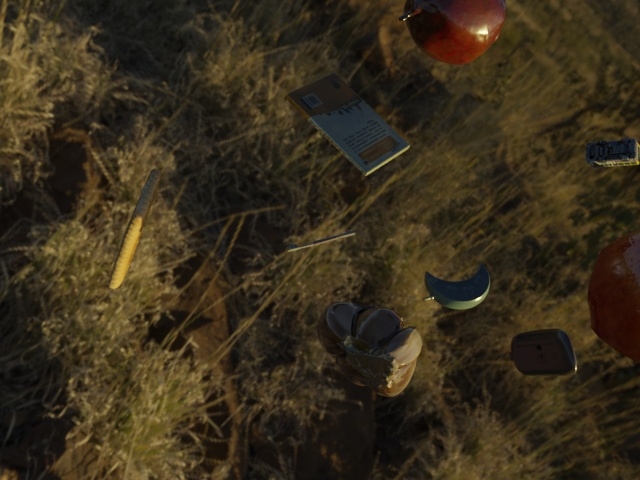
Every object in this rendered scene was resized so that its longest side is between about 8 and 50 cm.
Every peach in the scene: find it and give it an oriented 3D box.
[{"bbox_3d":[0.767,0.122,1.615,0.242,0.306,0.380,21,16,-30],"label":"peach"}]

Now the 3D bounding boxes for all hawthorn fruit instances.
[{"bbox_3d":[0.400,-0.699,2.215,0.324,0.308,0.308,30,32,-34],"label":"hawthorn fruit"}]

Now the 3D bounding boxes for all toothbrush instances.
[{"bbox_3d":[0.001,0.002,2.017,0.014,0.194,0.017,67,11,-63],"label":"toothbrush"}]

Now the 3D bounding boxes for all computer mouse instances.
[{"bbox_3d":[0.566,0.285,1.841,0.057,0.232,0.120,-10,83,-23],"label":"computer mouse"}]

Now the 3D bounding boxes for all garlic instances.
[{"bbox_3d":[0.098,0.227,1.519,0.214,0.160,0.191,16,23,22],"label":"garlic"}]

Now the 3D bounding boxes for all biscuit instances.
[{"bbox_3d":[-0.390,-0.021,1.532,0.030,0.250,0.160,21,43,-12],"label":"biscuit"}]

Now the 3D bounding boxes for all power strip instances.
[{"bbox_3d":[0.386,0.134,2.082,0.215,0.044,0.137,-9,52,-12],"label":"power strip"}]

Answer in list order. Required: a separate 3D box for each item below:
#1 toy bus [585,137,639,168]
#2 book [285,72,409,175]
[{"bbox_3d":[0.627,-0.187,1.563,0.058,0.102,0.052,21,71,-52],"label":"toy bus"},{"bbox_3d":[0.074,-0.308,1.893,0.295,0.020,0.208,46,46,10],"label":"book"}]
